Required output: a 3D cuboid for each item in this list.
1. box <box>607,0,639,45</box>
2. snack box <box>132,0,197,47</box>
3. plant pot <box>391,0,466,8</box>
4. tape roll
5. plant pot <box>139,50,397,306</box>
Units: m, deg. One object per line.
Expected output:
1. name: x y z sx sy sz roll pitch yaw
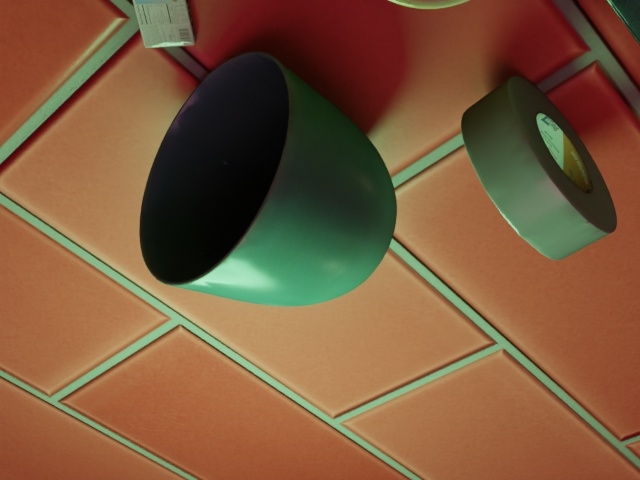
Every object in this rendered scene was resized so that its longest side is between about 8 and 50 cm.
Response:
1. box: 0.320 -0.249 0.758 0.183 0.233 0.059 37 124 -27
2. snack box: -0.192 -0.309 0.890 0.064 0.022 0.178 -2 133 5
3. plant pot: 0.097 -0.339 0.689 0.254 0.239 0.254 3 133 3
4. tape roll: 0.265 -0.088 0.924 0.219 0.219 0.072 37 127 -27
5. plant pot: -0.047 -0.048 0.956 0.235 0.293 0.293 25 132 -37
